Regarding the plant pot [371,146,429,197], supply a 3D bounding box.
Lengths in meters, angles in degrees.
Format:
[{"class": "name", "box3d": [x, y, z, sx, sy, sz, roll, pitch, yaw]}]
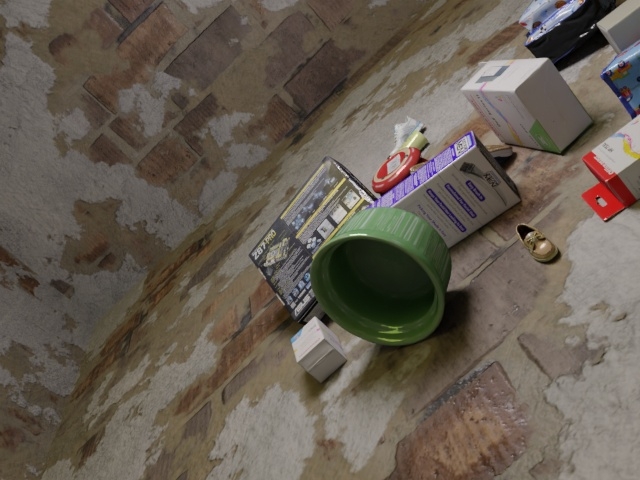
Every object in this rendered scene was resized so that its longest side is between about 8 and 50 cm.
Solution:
[{"class": "plant pot", "box3d": [0.249, -0.151, 1.863, 0.191, 0.174, 0.191, -41, 20, 18]}]

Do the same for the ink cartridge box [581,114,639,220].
[{"class": "ink cartridge box", "box3d": [0.611, -0.157, 1.297, 0.231, 0.078, 0.134, -40, 21, 17]}]

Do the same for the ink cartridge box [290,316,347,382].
[{"class": "ink cartridge box", "box3d": [-0.005, 0.275, 1.651, 0.092, 0.090, 0.143, -43, 21, 7]}]

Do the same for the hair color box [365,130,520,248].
[{"class": "hair color box", "box3d": [0.292, -0.088, 1.633, 0.339, 0.185, 0.110, -35, 21, 24]}]

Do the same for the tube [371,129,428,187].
[{"class": "tube", "box3d": [0.261, -0.262, 2.223, 0.240, 0.062, 0.070, -50, -25, 3]}]

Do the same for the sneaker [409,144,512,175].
[{"class": "sneaker", "box3d": [0.380, -0.154, 1.746, 0.282, 0.153, 0.099, -16, 13, -9]}]

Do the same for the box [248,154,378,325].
[{"class": "box", "box3d": [0.000, 0.000, 1.892, 0.395, 0.097, 0.318, -51, 51, 12]}]

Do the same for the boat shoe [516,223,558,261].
[{"class": "boat shoe", "box3d": [0.441, 0.003, 1.370, 0.050, 0.045, 0.135, -44, 20, 5]}]

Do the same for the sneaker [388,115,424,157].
[{"class": "sneaker", "box3d": [0.280, -0.360, 2.314, 0.191, 0.083, 0.071, -53, -1, -25]}]

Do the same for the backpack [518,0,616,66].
[{"class": "backpack", "box3d": [0.711, -0.651, 1.895, 0.276, 0.213, 0.263, -28, 16, 47]}]

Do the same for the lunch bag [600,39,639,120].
[{"class": "lunch bag", "box3d": [0.768, -0.430, 1.476, 0.221, 0.138, 0.293, -32, 15, 40]}]

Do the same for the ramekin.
[{"class": "ramekin", "box3d": [0.143, 0.073, 1.471, 0.303, 0.303, 0.148, -28, 19, 40]}]

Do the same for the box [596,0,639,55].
[{"class": "box", "box3d": [0.834, -0.573, 1.620, 0.275, 0.113, 0.094, -36, 22, 22]}]

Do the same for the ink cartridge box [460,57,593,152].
[{"class": "ink cartridge box", "box3d": [0.500, -0.349, 1.698, 0.119, 0.207, 0.353, -44, 19, 0]}]
